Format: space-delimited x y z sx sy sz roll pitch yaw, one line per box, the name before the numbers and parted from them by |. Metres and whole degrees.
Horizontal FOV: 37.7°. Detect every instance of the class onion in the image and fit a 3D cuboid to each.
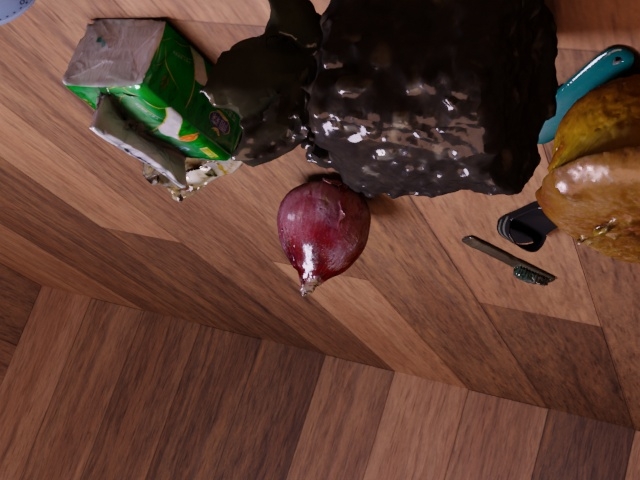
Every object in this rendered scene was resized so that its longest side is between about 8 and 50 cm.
onion | 0.000 0.000 1.526 0.160 0.194 0.159 8 160 3

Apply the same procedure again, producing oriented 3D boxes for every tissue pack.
tissue pack | -0.225 -0.175 1.261 0.148 0.156 0.209 11 164 33

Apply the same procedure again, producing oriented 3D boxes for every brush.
brush | 0.272 -0.159 1.003 0.043 0.032 0.193 22 152 -10
brush | 0.321 0.041 1.609 0.190 0.027 0.034 26 161 -22

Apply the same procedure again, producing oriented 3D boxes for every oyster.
oyster | -0.185 -0.133 1.518 0.294 0.094 0.166 -11 167 42

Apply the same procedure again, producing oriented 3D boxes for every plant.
plant | 0.055 -0.157 0.897 0.312 0.215 0.213 2 155 30

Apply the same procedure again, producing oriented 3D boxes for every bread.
bread | 0.359 -0.068 0.961 0.268 0.145 0.268 7 160 3

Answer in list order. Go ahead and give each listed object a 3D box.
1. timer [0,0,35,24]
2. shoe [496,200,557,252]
timer | -0.380 -0.320 1.025 0.175 0.175 0.255 26 -168 -25
shoe | 0.310 -0.012 1.404 0.071 0.049 0.179 21 164 -6
